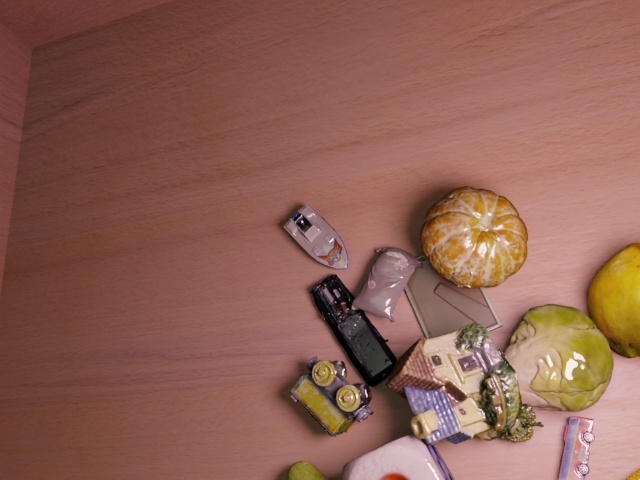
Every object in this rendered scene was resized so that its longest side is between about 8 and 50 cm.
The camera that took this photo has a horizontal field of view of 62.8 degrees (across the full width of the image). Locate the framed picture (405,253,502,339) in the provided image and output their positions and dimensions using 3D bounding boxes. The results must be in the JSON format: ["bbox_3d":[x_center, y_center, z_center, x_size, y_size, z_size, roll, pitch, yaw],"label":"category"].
[{"bbox_3d":[0.413,0.179,1.718,0.241,0.020,0.324,-26,67,9],"label":"framed picture"}]

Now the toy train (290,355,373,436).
[{"bbox_3d":[0.042,0.497,1.686,0.261,0.134,0.177,40,97,26],"label":"toy train"}]

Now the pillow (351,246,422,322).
[{"bbox_3d":[0.219,0.137,1.741,0.169,0.059,0.255,21,71,22],"label":"pillow"}]

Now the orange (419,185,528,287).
[{"bbox_3d":[0.476,-0.013,1.619,0.330,0.249,0.329,1,73,-3],"label":"orange"}]

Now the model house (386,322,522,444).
[{"bbox_3d":[0.357,0.410,1.465,0.266,0.261,0.321,-7,59,-24],"label":"model house"}]

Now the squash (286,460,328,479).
[{"bbox_3d":[0.033,0.829,1.589,0.118,0.118,0.370,-47,67,0],"label":"squash"}]

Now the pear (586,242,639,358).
[{"bbox_3d":[0.880,0.167,1.438,0.269,0.269,0.321,1,92,19],"label":"pear"}]

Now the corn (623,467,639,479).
[{"bbox_3d":[0.827,0.673,1.370,0.310,0.101,0.101,-43,65,3],"label":"corn"}]

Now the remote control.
[{"bbox_3d":[0.109,0.290,1.765,0.145,0.062,0.398,-38,65,4],"label":"remote control"}]

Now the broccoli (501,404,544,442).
[{"bbox_3d":[0.553,0.515,1.505,0.130,0.120,0.131,-35,68,13],"label":"broccoli"}]

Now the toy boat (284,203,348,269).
[{"bbox_3d":[0.000,0.000,1.881,0.129,0.088,0.295,-45,64,1],"label":"toy boat"}]

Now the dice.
[{"bbox_3d":[0.235,0.697,1.487,0.259,0.251,0.243,-31,64,7],"label":"dice"}]

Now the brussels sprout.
[{"bbox_3d":[0.656,0.337,1.459,0.274,0.242,0.316,34,84,27],"label":"brussels sprout"}]

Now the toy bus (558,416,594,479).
[{"bbox_3d":[0.713,0.586,1.459,0.077,0.065,0.192,9,76,29],"label":"toy bus"}]
